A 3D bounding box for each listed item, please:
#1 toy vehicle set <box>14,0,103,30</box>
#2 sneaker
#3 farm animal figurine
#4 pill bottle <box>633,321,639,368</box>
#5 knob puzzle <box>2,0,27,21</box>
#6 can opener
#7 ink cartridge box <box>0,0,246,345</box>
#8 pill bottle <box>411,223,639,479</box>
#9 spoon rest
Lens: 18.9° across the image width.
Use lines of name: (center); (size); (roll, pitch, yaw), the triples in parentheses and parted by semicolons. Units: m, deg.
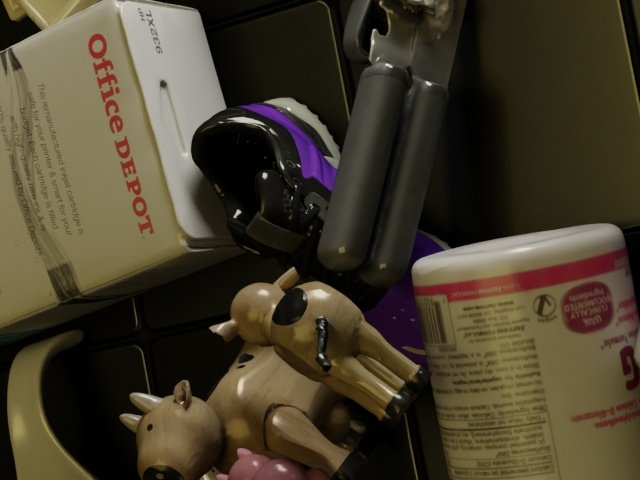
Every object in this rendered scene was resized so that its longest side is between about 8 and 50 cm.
toy vehicle set: (-0.192, -0.322, 1.663); (0.267, 0.035, 0.166); (-47, 69, 12)
sneaker: (-0.001, 0.000, 1.527); (0.293, 0.146, 0.102); (45, 112, 22)
farm animal figurine: (-0.047, 0.134, 1.448); (0.172, 0.327, 0.330); (37, 113, 5)
pill bottle: (0.334, -0.044, 1.313); (0.176, 0.176, 0.319); (17, 101, 29)
knob puzzle: (-0.258, -0.325, 1.733); (0.213, 0.030, 0.213); (1, 92, 31)
can opener: (0.050, -0.101, 1.498); (0.095, 0.076, 0.283); (-14, 58, 59)
ink cartridge box: (-0.227, -0.051, 1.666); (0.307, 0.129, 0.223); (-21, 81, 30)
pill bottle: (0.170, 0.139, 1.419); (0.160, 0.160, 0.283); (-9, 93, 30)
spoon rest: (-0.222, 0.220, 1.701); (0.137, 0.084, 0.276); (-20, 81, 29)
